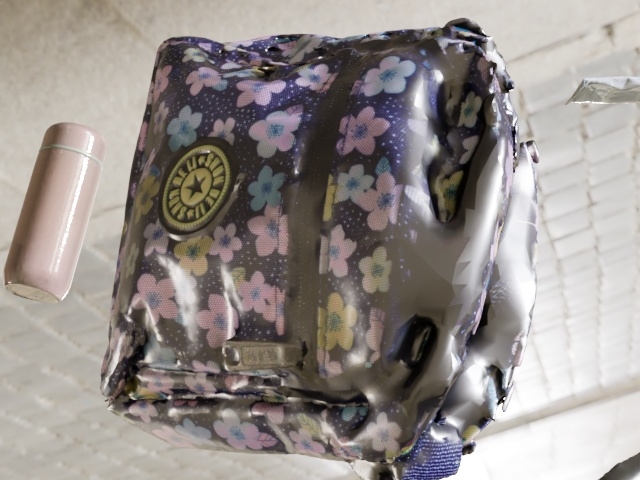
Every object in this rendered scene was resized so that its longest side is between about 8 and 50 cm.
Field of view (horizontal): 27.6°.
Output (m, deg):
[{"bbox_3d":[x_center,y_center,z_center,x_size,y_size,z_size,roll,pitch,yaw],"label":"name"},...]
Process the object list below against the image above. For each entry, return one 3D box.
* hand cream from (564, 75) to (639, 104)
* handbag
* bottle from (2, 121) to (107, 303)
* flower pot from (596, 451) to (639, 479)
[{"bbox_3d":[0.199,-0.093,0.799,0.093,0.019,0.030,1,160,-7],"label":"hand cream"},{"bbox_3d":[0.000,0.000,0.608,0.207,0.229,0.126,-2,158,38],"label":"handbag"},{"bbox_3d":[-0.208,-0.023,1.025,0.053,0.140,0.053,11,162,4],"label":"bottle"},{"bbox_3d":[0.192,0.217,0.492,0.269,0.269,0.166,-3,-176,-34],"label":"flower pot"}]
